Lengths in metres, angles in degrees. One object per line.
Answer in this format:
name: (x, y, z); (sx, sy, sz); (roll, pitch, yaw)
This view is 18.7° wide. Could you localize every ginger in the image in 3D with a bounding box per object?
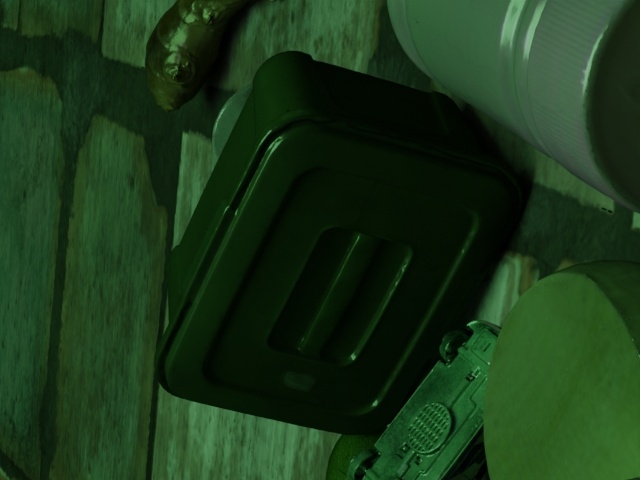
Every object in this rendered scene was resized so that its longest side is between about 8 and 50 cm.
ginger: (-0.132, -0.251, 2.279); (0.294, 0.086, 0.131); (-35, 35, 54)

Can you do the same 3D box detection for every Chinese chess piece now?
Chinese chess piece: (0.222, 0.140, 1.473); (0.250, 0.101, 0.250); (-179, 90, -65)

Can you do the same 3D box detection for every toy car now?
toy car: (0.109, 0.177, 1.701); (0.224, 0.076, 0.090); (-53, 42, 4)

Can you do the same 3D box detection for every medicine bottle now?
medicine bottle: (0.199, -0.158, 1.416); (0.316, 0.202, 0.202); (-137, 53, -57)

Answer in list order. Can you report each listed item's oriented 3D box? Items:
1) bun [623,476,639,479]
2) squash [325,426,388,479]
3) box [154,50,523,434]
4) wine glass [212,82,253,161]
bun: (0.243, 0.295, 1.300); (0.179, 0.283, 0.283); (22, -116, -72)
squash: (0.043, 0.316, 1.756); (0.107, 0.107, 0.395); (119, 166, -45)
box: (0.000, 0.000, 1.768); (0.329, 0.252, 0.178); (-62, 27, 29)
wine glass: (-0.026, -0.075, 1.957); (0.196, 0.165, 0.165); (-126, 44, -58)
